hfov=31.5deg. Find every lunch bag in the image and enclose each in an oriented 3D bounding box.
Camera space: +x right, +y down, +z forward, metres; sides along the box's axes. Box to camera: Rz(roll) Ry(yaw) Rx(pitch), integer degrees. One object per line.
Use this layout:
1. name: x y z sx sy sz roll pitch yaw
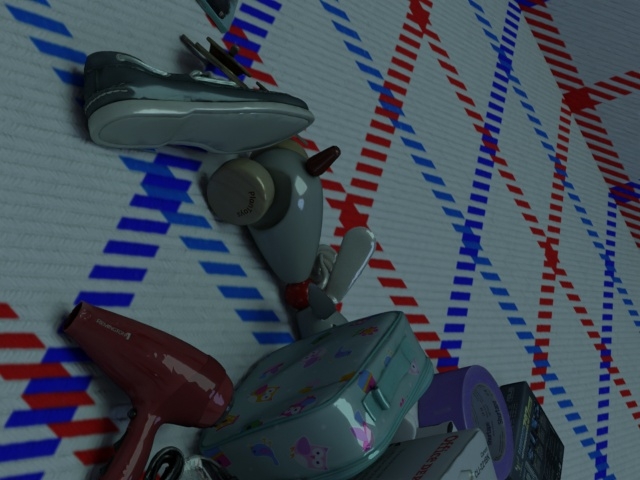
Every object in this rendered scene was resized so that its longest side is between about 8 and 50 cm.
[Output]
1. lunch bag: 0.004 0.191 1.312 0.108 0.224 0.279 64 29 -12

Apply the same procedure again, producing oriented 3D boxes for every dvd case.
1. dvd case: -0.144 -0.356 1.575 0.087 0.013 0.119 50 34 -36

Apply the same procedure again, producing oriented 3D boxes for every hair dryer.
1. hair dryer: -0.170 0.190 1.126 0.223 0.080 0.293 -18 80 -46

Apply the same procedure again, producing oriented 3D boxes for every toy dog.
1. toy dog: 0.000 0.000 1.479 0.333 0.161 0.220 54 34 -32

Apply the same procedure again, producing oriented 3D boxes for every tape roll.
1. tape roll: 0.235 0.299 1.824 0.189 0.080 0.189 39 43 -48

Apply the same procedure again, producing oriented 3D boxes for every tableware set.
1. tableware set: -0.087 -0.210 1.491 0.194 0.039 0.128 38 4 -46

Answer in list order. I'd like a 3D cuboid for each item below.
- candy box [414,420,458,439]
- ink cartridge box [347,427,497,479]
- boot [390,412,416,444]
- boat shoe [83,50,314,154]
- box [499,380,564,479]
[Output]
1. candy box: 0.097 0.338 1.461 0.070 0.165 0.196 57 32 -28
2. ink cartridge box: 0.049 0.316 1.271 0.197 0.273 0.114 -30 101 -61
3. boot: 0.056 0.253 1.432 0.069 0.190 0.086 40 32 -8
4. boat shoe: -0.137 -0.167 1.335 0.319 0.116 0.099 -4 68 -43
5. box: 0.364 0.395 2.023 0.183 0.059 0.232 57 32 -27
